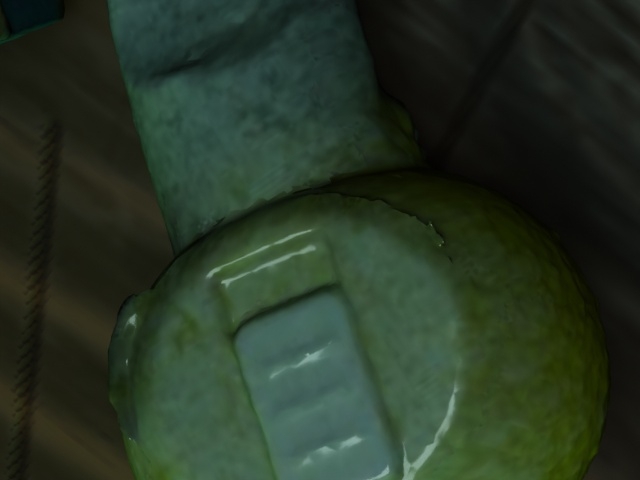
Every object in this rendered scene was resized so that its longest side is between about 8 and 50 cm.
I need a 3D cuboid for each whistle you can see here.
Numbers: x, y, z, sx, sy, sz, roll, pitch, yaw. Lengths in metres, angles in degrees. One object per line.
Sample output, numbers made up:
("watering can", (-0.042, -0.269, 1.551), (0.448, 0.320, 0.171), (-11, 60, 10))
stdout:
("whistle", (0.000, 0.000, 0.462), (0.122, 0.123, 0.223), (-23, 74, 13))

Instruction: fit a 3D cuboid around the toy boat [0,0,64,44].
("toy boat", (-0.157, -0.063, 0.479), (0.185, 0.075, 0.077), (-19, 99, 17))
